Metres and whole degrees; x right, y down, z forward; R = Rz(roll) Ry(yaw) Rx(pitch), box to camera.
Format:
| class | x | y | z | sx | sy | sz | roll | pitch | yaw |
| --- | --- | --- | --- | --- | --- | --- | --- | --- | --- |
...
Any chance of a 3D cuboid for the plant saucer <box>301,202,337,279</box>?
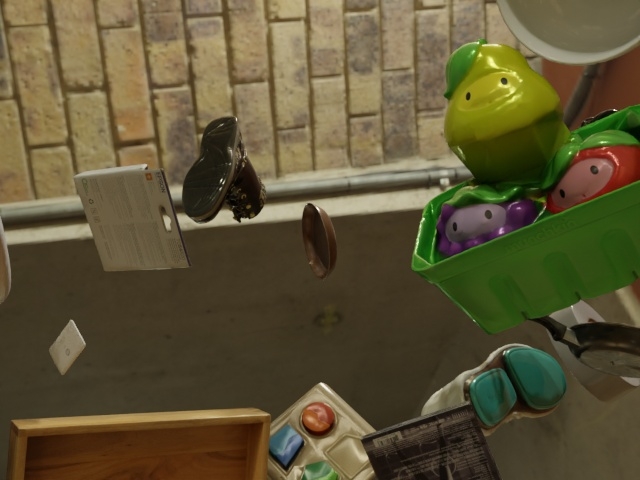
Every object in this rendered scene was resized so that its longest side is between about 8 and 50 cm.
| class | x | y | z | sx | sy | sz | roll | pitch | yaw |
| --- | --- | --- | --- | --- | --- | --- | --- | --- | --- |
| plant saucer | 0.000 | 0.000 | 1.640 | 0.168 | 0.029 | 0.168 | 169 | -90 | -71 |

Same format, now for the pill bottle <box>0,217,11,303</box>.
| class | x | y | z | sx | sy | sz | roll | pitch | yaw |
| --- | --- | --- | --- | --- | --- | --- | --- | --- | --- |
| pill bottle | -0.356 | 0.003 | 0.464 | 0.161 | 0.283 | 0.161 | 34 | -48 | 47 |

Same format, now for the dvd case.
| class | x | y | z | sx | sy | sz | roll | pitch | yaw |
| --- | --- | --- | --- | --- | --- | --- | --- | --- | --- |
| dvd case | 0.174 | 0.351 | 1.074 | 0.018 | 0.164 | 0.221 | -38 | 106 | -76 |

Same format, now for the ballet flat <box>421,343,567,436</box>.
| class | x | y | z | sx | sy | sz | roll | pitch | yaw |
| --- | --- | --- | --- | --- | --- | --- | --- | --- | --- |
| ballet flat | 0.296 | 0.265 | 1.321 | 0.139 | 0.400 | 0.139 | 0 | -89 | 36 |

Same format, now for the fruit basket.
| class | x | y | z | sx | sy | sz | roll | pitch | yaw |
| --- | --- | --- | --- | --- | --- | --- | --- | --- | --- |
| fruit basket | 0.289 | -0.102 | 1.083 | 0.283 | 0.392 | 0.392 | -66 | 160 | -59 |

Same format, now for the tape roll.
| class | x | y | z | sx | sy | sz | roll | pitch | yaw |
| --- | --- | --- | --- | --- | --- | --- | --- | --- | --- |
| tape roll | 0.573 | 0.230 | 1.607 | 0.072 | 0.219 | 0.219 | -41 | -132 | 25 |

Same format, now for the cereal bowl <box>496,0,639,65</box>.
| class | x | y | z | sx | sy | sz | roll | pitch | yaw |
| --- | --- | --- | --- | --- | --- | --- | --- | --- | --- |
| cereal bowl | 0.488 | -0.488 | 1.353 | 0.339 | 0.141 | 0.339 | 16 | -64 | 36 |

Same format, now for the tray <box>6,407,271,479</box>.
| class | x | y | z | sx | sy | sz | roll | pitch | yaw |
| --- | --- | --- | --- | --- | --- | --- | --- | --- | --- |
| tray | -0.283 | 0.384 | 1.228 | 0.076 | 0.411 | 0.203 | 1 | -93 | 59 |

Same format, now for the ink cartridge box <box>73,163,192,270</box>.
| class | x | y | z | sx | sy | sz | roll | pitch | yaw |
| --- | --- | --- | --- | --- | --- | --- | --- | --- | --- |
| ink cartridge box | -0.379 | -0.045 | 1.577 | 0.045 | 0.224 | 0.223 | -50 | 134 | -58 |

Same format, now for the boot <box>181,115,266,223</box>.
| class | x | y | z | sx | sy | sz | roll | pitch | yaw |
| --- | --- | --- | --- | --- | --- | --- | --- | --- | --- |
| boot | -0.159 | -0.083 | 1.351 | 0.179 | 0.085 | 0.236 | 66 | 24 | -45 |

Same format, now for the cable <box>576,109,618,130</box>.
| class | x | y | z | sx | sy | sz | roll | pitch | yaw |
| --- | --- | --- | --- | --- | --- | --- | --- | --- | --- |
| cable | 0.542 | -0.158 | 1.478 | 0.150 | 0.047 | 0.184 | -162 | -95 | -69 |

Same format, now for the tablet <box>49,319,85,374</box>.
| class | x | y | z | sx | sy | sz | roll | pitch | yaw |
| --- | --- | --- | --- | --- | --- | --- | --- | --- | --- |
| tablet | -0.414 | 0.175 | 1.246 | 0.083 | 0.006 | 0.054 | -48 | -115 | 27 |

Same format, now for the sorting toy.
| class | x | y | z | sx | sy | sz | roll | pitch | yaw |
| --- | --- | --- | --- | --- | --- | --- | --- | --- | --- |
| sorting toy | 0.031 | 0.421 | 1.417 | 0.307 | 0.229 | 0.041 | 39 | -34 | 27 |

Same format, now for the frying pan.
| class | x | y | z | sx | sy | sz | roll | pitch | yaw |
| --- | --- | --- | --- | --- | --- | --- | --- | --- | --- |
| frying pan | 0.466 | 0.165 | 1.299 | 0.197 | 0.326 | 0.053 | -26 | -138 | 59 |
